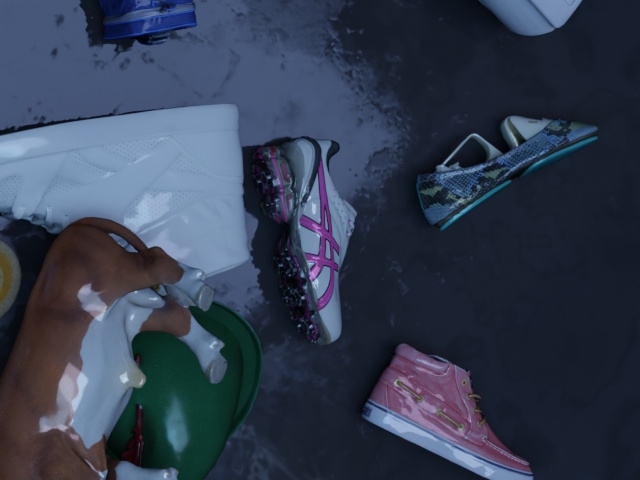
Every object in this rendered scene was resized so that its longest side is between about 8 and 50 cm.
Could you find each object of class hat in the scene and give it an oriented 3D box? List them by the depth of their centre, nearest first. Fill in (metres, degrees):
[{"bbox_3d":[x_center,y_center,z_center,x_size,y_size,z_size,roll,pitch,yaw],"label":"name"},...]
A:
[{"bbox_3d":[-0.111,0.179,1.488,0.173,0.183,0.209,10,117,-26],"label":"hat"}]

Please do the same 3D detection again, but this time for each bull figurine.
[{"bbox_3d":[-0.189,0.135,1.417,0.188,0.101,0.310,13,84,25],"label":"bull figurine"}]

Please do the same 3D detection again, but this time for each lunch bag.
[{"bbox_3d":[-0.145,-0.197,1.529,0.067,0.098,0.065,-13,100,-23],"label":"lunch bag"}]

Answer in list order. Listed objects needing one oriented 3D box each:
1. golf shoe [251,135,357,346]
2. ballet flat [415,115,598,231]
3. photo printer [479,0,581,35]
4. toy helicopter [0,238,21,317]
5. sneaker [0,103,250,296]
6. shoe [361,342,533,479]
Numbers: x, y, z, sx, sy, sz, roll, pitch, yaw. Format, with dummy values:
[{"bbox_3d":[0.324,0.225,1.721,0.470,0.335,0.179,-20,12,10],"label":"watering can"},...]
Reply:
[{"bbox_3d":[0.000,0.000,1.606,0.086,0.067,0.186,-14,97,-20],"label":"golf shoe"},{"bbox_3d":[0.168,-0.079,1.666,0.188,0.070,0.070,-29,102,-19],"label":"ballet flat"},{"bbox_3d":[0.160,-0.360,1.565,0.307,0.107,0.256,37,80,-43],"label":"photo printer"},{"bbox_3d":[-0.349,0.149,1.451,0.235,0.140,0.355,38,87,-33],"label":"toy helicopter"},{"bbox_3d":[-0.194,-0.015,1.516,0.292,0.108,0.169,-9,93,-20],"label":"sneaker"},{"bbox_3d":[0.130,0.160,1.661,0.178,0.063,0.081,26,89,-14],"label":"shoe"}]
